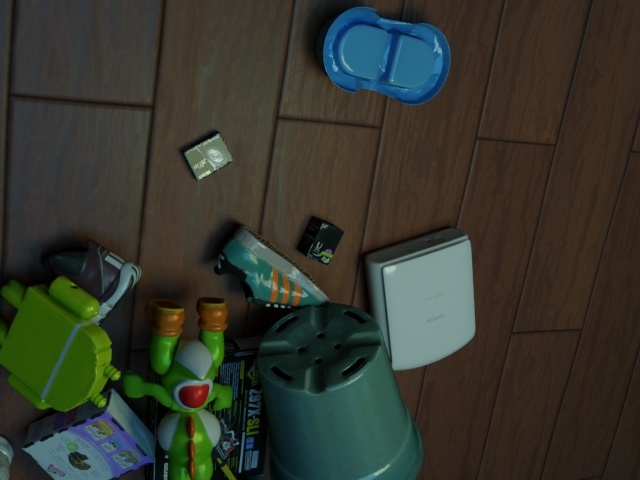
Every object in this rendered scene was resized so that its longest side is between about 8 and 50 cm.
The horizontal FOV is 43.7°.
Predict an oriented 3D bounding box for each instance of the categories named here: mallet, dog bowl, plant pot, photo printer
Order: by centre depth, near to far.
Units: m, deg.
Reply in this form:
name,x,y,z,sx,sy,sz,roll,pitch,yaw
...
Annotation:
name,x,y,z,sx,sy,sz,roll,pitch,yaw
dog bowl,0.123,-0.375,1.620,0.297,0.074,0.165,6,105,-28
plant pot,0.026,0.331,1.648,0.341,0.341,0.334,-24,126,-17
mallet,-0.198,0.482,1.710,0.062,0.039,0.189,-27,114,-15
photo printer,0.236,0.148,1.852,0.256,0.107,0.307,-16,115,-21

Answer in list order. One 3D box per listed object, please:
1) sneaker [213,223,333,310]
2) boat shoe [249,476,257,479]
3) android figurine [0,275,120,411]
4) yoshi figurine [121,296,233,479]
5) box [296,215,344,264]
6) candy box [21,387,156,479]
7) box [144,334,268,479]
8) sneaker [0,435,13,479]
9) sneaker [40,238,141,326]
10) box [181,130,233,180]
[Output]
name,x,y,z,sx,sy,sz,roll,pitch,yaw
sneaker,-0.095,0.093,1.672,0.302,0.108,0.121,39,95,-29
boat shoe,-0.205,0.542,1.812,0.142,0.049,0.040,13,97,-37
android figurine,-0.477,0.192,1.428,0.248,0.273,0.056,-62,165,16
yoshi figurine,-0.265,0.291,1.557,0.203,0.204,0.361,-9,100,-67
box,0.000,0.000,1.709,0.062,0.052,0.083,23,96,-33
candy box,-0.453,0.401,1.576,0.196,0.070,0.164,-24,121,10
box,-0.240,0.374,1.712,0.257,0.079,0.321,-5,110,-27
sneaker,-0.699,0.462,1.489,0.252,0.111,0.102,-27,118,-16
sneaker,-0.479,0.111,1.497,0.162,0.106,0.281,40,98,-9
box,-0.220,-0.165,1.555,0.083,0.018,0.067,-31,119,-14
